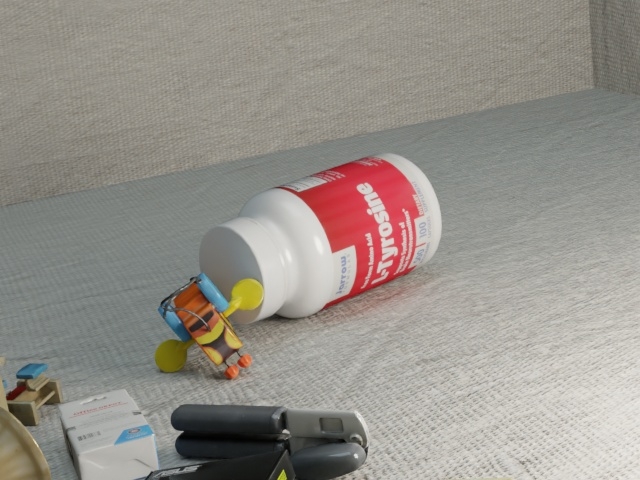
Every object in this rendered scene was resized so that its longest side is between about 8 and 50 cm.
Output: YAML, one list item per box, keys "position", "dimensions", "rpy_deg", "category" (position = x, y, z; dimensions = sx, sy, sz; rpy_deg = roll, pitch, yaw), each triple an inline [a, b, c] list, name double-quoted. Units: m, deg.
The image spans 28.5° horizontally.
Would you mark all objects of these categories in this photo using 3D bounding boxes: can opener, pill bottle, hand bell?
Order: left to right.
- position: [-0.472, 0.327, 1.578]
  dimensions: [0.242, 0.126, 0.126]
  rpy_deg: [-36, 30, -33]
  category: "hand bell"
- position: [-0.073, 0.259, 1.628]
  dimensions: [0.284, 0.076, 0.095]
  rpy_deg: [-2, 17, 22]
  category: "can opener"
- position: [0.000, 0.000, 2.197]
  dimensions: [0.408, 0.229, 0.229]
  rpy_deg: [-21, 21, -39]
  category: "pill bottle"

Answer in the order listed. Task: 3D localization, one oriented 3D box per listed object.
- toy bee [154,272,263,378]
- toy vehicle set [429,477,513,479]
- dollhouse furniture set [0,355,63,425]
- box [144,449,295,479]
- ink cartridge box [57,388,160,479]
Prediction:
- position: [-0.181, 0.146, 1.976]
  dimensions: [0.195, 0.162, 0.298]
  rpy_deg: [-37, 2, 19]
  category: "toy bee"
- position: [0.083, 0.324, 1.409]
  dimensions: [0.267, 0.035, 0.166]
  rpy_deg: [-4, 16, 10]
  category: "toy vehicle set"
- position: [-0.490, 0.217, 1.852]
  dimensions: [0.129, 0.129, 0.183]
  rpy_deg: [-1, 19, 20]
  category: "dollhouse furniture set"
- position: [-0.144, 0.315, 1.477]
  dimensions: [0.191, 0.045, 0.184]
  rpy_deg: [-12, 16, 19]
  category: "box"
- position: [-0.290, 0.269, 1.712]
  dimensions: [0.104, 0.060, 0.180]
  rpy_deg: [-13, 18, -17]
  category: "ink cartridge box"
